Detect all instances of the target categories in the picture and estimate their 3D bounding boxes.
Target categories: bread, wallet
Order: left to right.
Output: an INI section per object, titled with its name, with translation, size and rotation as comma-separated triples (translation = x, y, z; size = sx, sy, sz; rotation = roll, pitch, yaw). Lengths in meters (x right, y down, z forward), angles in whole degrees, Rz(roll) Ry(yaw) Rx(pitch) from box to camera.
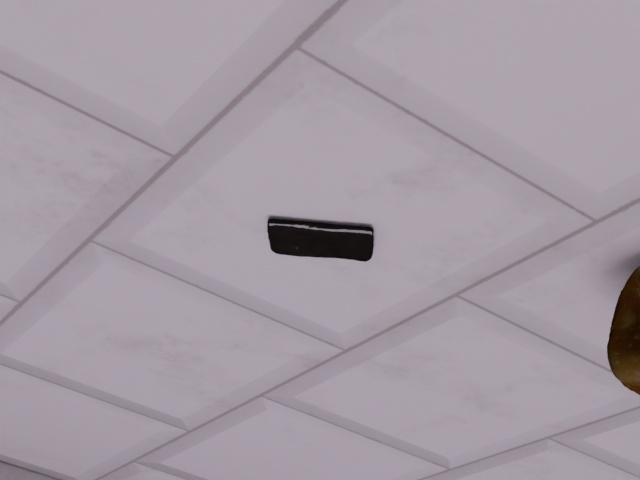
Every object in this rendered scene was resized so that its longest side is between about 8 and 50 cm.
[wallet]
translation = 0.000, 0.000, 1.459
size = 0.156, 0.018, 0.082
rotation = 4, 147, 5
[bread]
translation = 0.537, 0.145, 1.401
size = 0.176, 0.195, 0.246
rotation = -6, 151, 47
